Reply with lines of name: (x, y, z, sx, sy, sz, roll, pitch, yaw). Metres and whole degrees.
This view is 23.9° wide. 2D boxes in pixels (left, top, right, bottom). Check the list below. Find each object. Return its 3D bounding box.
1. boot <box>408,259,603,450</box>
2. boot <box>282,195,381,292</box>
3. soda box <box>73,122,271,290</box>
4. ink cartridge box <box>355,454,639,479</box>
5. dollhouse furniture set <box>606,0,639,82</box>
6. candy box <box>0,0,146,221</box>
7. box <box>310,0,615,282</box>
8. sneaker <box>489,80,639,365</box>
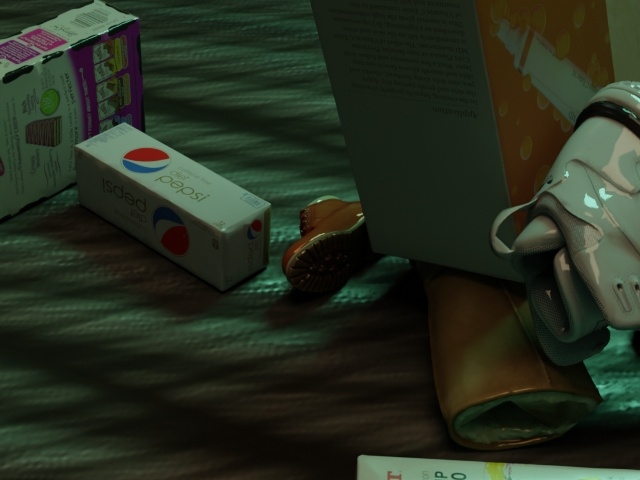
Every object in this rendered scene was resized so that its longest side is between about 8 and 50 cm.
boot: (0.203, 0.065, 1.364, 0.236, 0.089, 0.269, -13, 35, 0)
boot: (0.000, 0.000, 1.468, 0.085, 0.059, 0.158, 22, 31, 30)
soda box: (-0.146, -0.036, 1.489, 0.216, 0.074, 0.069, 30, 44, 33)
ink cartridge box: (0.131, 0.262, 1.003, 0.233, 0.168, 0.171, 3, 36, 2)
dollhouse furniture set: (0.415, -0.202, 1.791, 0.303, 0.173, 0.355, 9, 5, 31)
candy box: (-0.287, -0.130, 1.540, 0.071, 0.159, 0.233, 26, 41, 32)
box: (0.132, -0.171, 1.334, 0.168, 0.345, 0.215, 12, 43, 34)
sneaker: (0.307, 0.055, 1.249, 0.366, 0.137, 0.210, 46, 65, 4)
